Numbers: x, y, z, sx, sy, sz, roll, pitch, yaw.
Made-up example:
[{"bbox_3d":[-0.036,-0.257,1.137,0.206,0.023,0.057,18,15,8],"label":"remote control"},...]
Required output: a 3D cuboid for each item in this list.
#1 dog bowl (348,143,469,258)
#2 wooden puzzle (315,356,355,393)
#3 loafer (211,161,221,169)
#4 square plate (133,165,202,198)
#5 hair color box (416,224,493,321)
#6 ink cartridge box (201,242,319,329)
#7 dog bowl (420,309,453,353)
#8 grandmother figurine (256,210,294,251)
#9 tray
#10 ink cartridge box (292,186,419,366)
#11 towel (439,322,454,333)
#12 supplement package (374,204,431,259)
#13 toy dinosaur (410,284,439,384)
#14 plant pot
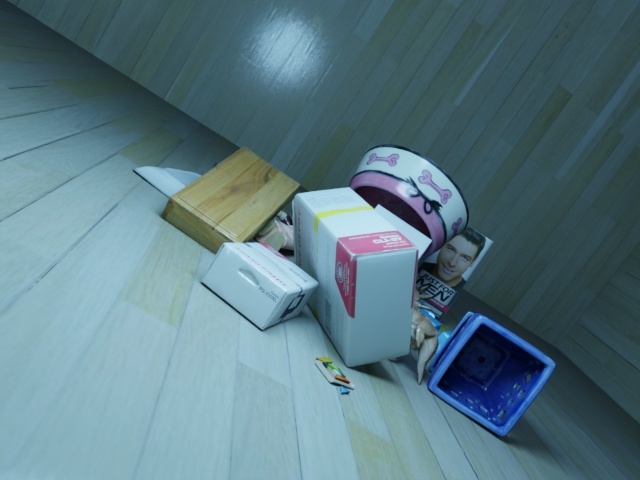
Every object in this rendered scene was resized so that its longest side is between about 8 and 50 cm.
[{"bbox_3d":[0.259,-0.105,1.958,0.408,0.150,0.408,32,-26,18],"label":"dog bowl"},{"bbox_3d":[0.030,0.267,1.224,0.078,0.014,0.116,23,15,-48],"label":"wooden puzzle"},{"bbox_3d":[-0.271,-0.177,1.870,0.087,0.094,0.251,23,14,-30],"label":"loafer"},{"bbox_3d":[-0.334,-0.121,1.821,0.347,0.049,0.344,36,11,11],"label":"square plate"},{"bbox_3d":[0.477,0.107,2.356,0.185,0.374,0.113,34,1,-2],"label":"hair color box"},{"bbox_3d":[-0.124,0.090,1.324,0.172,0.100,0.237,36,9,13],"label":"ink cartridge box"},{"bbox_3d":[0.379,0.309,1.982,0.297,0.074,0.166,38,11,21],"label":"dog bowl"},{"bbox_3d":[-0.094,-0.010,1.939,0.342,0.104,0.208,19,49,-67],"label":"grandmother figurine"},{"bbox_3d":[-0.222,-0.112,1.626,0.203,0.076,0.411,35,31,1],"label":"tray"},{"bbox_3d":[0.067,0.067,1.444,0.160,0.279,0.385,-9,27,-18],"label":"ink cartridge box"},{"bbox_3d":[0.439,0.334,2.220,0.102,0.021,0.237,33,9,28],"label":"towel"},{"bbox_3d":[0.176,0.064,1.864,0.204,0.262,0.145,36,-26,10],"label":"supplement package"},{"bbox_3d":[0.244,0.217,1.593,0.200,0.127,0.296,2,49,-42],"label":"toy dinosaur"},{"bbox_3d":[0.430,0.332,1.600,0.236,0.236,0.212,34,4,2],"label":"plant pot"}]
